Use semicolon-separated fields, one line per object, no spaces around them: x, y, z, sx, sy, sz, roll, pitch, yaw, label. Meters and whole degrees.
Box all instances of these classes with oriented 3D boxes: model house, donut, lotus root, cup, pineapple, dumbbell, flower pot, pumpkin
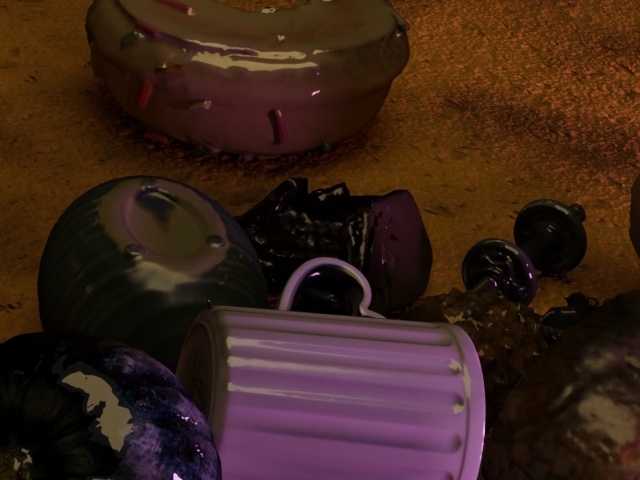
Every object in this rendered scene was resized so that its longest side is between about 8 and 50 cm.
0.003;0.009;1.485;0.164;0.141;0.203;-3;1;24;model house
-0.086;-0.205;1.779;0.371;0.150;0.307;8;30;-1;donut
0.281;0.140;1.230;0.210;0.142;0.314;25;22;23;lotus root
-0.007;0.123;1.181;0.202;0.166;0.221;9;19;-18;cup
0.188;0.103;1.354;0.248;0.128;0.128;0;30;-29;pineapple
0.202;0.016;1.538;0.082;0.081;0.254;24;34;25;dumbbell
-0.141;0.045;1.313;0.189;0.157;0.243;-3;37;-24;flower pot
-0.180;0.171;1.024;0.233;0.163;0.233;-8;64;16;pumpkin

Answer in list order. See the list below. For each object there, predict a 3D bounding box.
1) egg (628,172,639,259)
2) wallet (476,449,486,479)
0.476;-0.016;1.470;0.336;0.278;0.278;27;34;24;egg
0.168;0.216;1.218;0.118;0.038;0.152;-7;32;-23;wallet
